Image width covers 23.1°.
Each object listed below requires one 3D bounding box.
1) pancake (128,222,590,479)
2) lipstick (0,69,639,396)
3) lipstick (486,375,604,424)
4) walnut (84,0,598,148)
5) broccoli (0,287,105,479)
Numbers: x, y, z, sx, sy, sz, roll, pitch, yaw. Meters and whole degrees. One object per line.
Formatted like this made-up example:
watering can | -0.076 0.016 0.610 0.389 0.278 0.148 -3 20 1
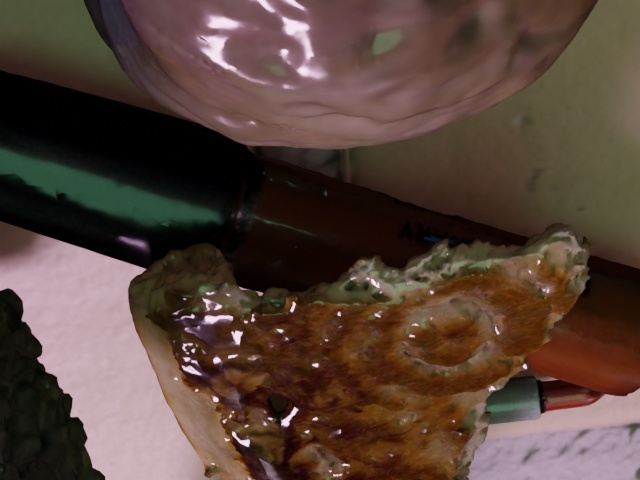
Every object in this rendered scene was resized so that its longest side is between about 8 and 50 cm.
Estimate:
pancake | 0.037 0.060 0.763 0.244 0.057 0.266 -33 133 25
lipstick | 0.000 0.000 0.777 0.418 0.077 0.077 16 118 -13
lipstick | 0.091 0.089 0.859 0.129 0.030 0.030 -6 120 1
walnut | 0.005 -0.159 0.597 0.248 0.248 0.248 -1 120 -2
broccoli | -0.258 0.111 0.693 0.281 0.293 0.348 -45 84 4
